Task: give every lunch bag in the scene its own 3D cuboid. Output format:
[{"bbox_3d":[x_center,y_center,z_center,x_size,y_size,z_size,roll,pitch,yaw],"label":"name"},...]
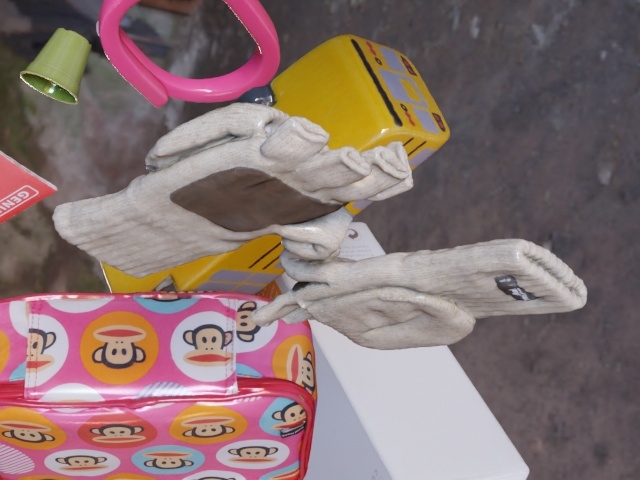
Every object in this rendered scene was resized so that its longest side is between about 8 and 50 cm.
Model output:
[{"bbox_3d":[-0.152,0.150,1.018,0.258,0.293,0.120,96,173,-58],"label":"lunch bag"}]

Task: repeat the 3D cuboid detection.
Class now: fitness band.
[{"bbox_3d":[-0.175,-0.275,1.557,0.291,0.209,0.054,47,-156,-57],"label":"fitness band"}]

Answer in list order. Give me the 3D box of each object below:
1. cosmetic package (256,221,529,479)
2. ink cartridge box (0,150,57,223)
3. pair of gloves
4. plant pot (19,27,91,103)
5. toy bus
[{"bbox_3d":[0.044,0.198,1.381,0.453,0.162,0.230,-122,38,-46],"label":"cosmetic package"},{"bbox_3d":[-0.377,-0.007,0.801,0.296,0.261,0.066,-28,53,18],"label":"ink cartridge box"},{"bbox_3d":[0.000,0.000,0.632,0.204,0.240,0.042,-21,53,45],"label":"pair of gloves"},{"bbox_3d":[-0.342,-0.235,1.523,0.079,0.083,0.083,-67,16,-12],"label":"plant pot"},{"bbox_3d":[-0.054,-0.041,1.038,0.333,0.130,0.108,-39,66,29],"label":"toy bus"}]
